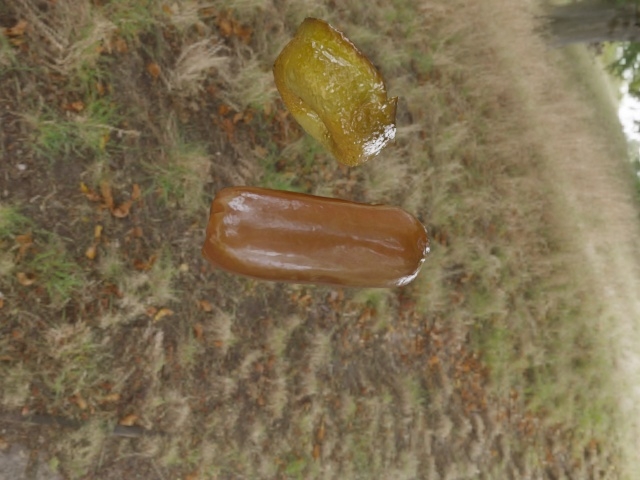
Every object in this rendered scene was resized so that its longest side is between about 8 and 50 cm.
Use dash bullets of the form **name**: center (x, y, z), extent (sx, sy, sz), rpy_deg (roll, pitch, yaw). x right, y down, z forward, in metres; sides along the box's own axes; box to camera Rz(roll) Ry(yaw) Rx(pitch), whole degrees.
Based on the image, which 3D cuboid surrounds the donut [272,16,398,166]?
- **donut**: center (0.011, -0.164, 0.797), extent (0.074, 0.174, 0.190), rpy_deg (-43, 172, -10)

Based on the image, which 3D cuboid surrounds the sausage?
- **sausage**: center (0.000, 0.000, 0.563), extent (0.076, 0.197, 0.076), rpy_deg (-174, -90, -72)
